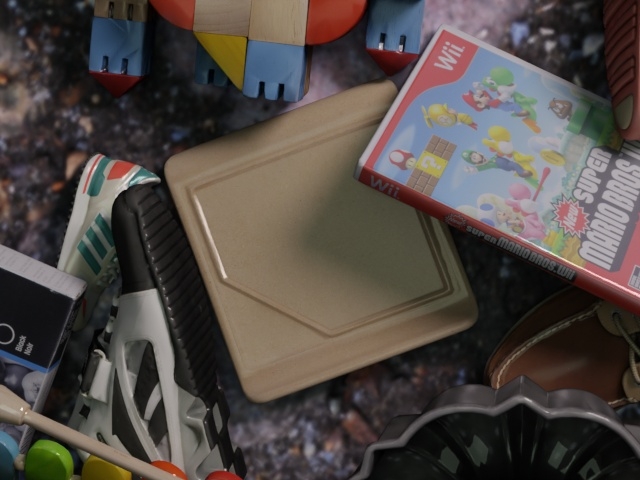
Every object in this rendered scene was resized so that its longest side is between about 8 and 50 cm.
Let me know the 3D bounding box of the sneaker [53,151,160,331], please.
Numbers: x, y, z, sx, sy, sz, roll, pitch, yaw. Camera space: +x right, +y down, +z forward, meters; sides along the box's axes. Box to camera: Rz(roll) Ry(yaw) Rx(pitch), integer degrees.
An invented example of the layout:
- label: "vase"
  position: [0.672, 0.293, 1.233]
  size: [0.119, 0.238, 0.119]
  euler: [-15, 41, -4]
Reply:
- label: "sneaker"
  position: [-0.186, 0.006, 1.321]
  size: [0.075, 0.057, 0.161]
  euler: [12, 86, 8]

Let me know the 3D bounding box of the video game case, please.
- label: "video game case"
  position: [0.193, -0.060, 1.256]
  size: [0.285, 0.025, 0.204]
  euler: [26, 50, 6]

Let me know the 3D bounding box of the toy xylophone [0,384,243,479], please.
- label: "toy xylophone"
  position: [-0.177, 0.227, 1.217]
  size: [0.322, 0.081, 0.236]
  euler: [25, 127, 6]

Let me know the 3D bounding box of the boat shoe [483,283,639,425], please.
- label: "boat shoe"
  position: [0.290, 0.071, 1.269]
  size: [0.324, 0.116, 0.123]
  euler: [-26, 87, 1]

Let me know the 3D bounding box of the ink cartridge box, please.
- label: "ink cartridge box"
  position: [-0.332, 0.090, 1.304]
  size: [0.208, 0.045, 0.206]
  euler: [23, 108, 3]

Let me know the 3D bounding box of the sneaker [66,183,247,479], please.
- label: "sneaker"
  position: [-0.161, 0.121, 1.277]
  size: [0.146, 0.122, 0.331]
  euler: [-10, 96, 11]

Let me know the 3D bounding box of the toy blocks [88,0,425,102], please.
- label: "toy blocks"
  position: [-0.050, -0.237, 1.282]
  size: [0.381, 0.191, 0.261]
  euler: [7, 100, 3]

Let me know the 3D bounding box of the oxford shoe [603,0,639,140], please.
- label: "oxford shoe"
  position: [0.332, -0.273, 1.265]
  size: [0.146, 0.140, 0.397]
  euler: [11, 87, -3]

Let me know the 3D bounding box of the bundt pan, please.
- label: "bundt pan"
  position: [0.163, 0.257, 1.235]
  size: [0.330, 0.124, 0.331]
  euler: [3, 108, 8]

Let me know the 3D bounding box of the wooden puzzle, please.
- label: "wooden puzzle"
  position: [0.000, 0.000, 1.325]
  size: [0.221, 0.044, 0.239]
  euler: [-20, 83, 2]
